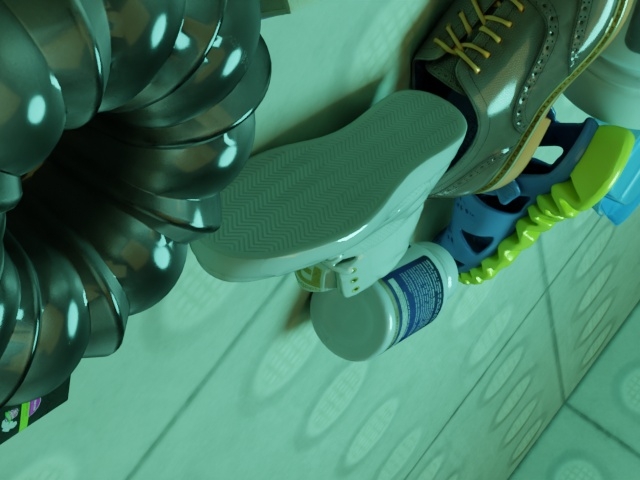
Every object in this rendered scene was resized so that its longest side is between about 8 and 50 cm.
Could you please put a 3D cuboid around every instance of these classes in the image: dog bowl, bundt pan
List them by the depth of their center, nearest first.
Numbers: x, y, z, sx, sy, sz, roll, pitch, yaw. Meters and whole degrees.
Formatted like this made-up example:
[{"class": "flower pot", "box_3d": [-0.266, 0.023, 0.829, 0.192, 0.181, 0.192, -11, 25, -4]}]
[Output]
[{"class": "bundt pan", "box_3d": [-0.144, -0.043, 0.617, 0.331, 0.124, 0.331, -46, 157, -25]}, {"class": "dog bowl", "box_3d": [0.437, -0.116, 1.824, 0.166, 0.074, 0.297, -58, 158, 8]}]

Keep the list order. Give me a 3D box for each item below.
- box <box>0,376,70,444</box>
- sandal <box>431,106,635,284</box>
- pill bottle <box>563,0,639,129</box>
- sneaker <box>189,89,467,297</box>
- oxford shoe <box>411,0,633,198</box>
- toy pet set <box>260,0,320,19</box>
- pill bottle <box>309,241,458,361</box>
[{"class": "box", "box_3d": [-0.195, 0.074, 0.785, 0.062, 0.052, 0.083, -34, 150, -42]}, {"class": "sandal", "box_3d": [0.194, -0.062, 1.319, 0.126, 0.138, 0.317, -55, -176, -36]}, {"class": "pill bottle", "box_3d": [0.329, -0.285, 1.151, 0.204, 0.204, 0.361, -42, 156, -30]}, {"class": "sneaker", "box_3d": [0.000, 0.000, 1.016, 0.292, 0.108, 0.169, -29, 151, -41]}, {"class": "oxford shoe", "box_3d": [0.165, -0.178, 1.079, 0.132, 0.130, 0.364, -20, 140, -44]}, {"class": "toy pet set", "box_3d": [-0.039, -0.188, 0.743, 0.122, 0.065, 0.114, -34, 116, -49]}, {"class": "pill bottle", "box_3d": [0.072, 0.054, 1.266, 0.169, 0.094, 0.094, -23, 143, -53]}]
